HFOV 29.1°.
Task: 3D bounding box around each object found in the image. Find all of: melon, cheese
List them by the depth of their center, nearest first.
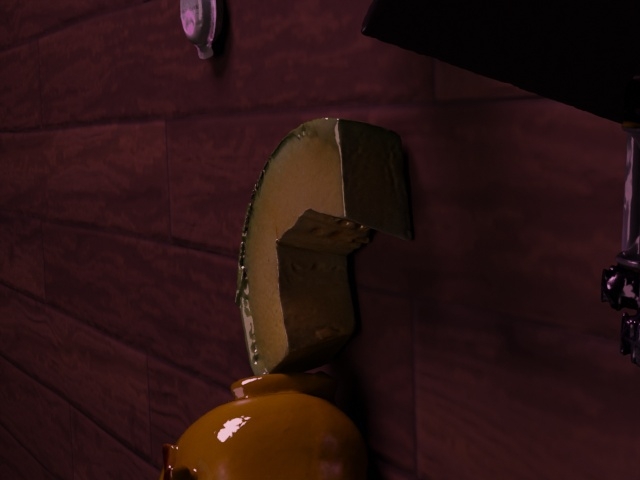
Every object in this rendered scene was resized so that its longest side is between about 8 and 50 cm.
[{"bbox_3d":[0.000,0.000,0.847,0.209,0.064,0.118,-57,44,48],"label":"melon"},{"bbox_3d":[-0.103,-0.216,1.058,0.067,0.026,0.121,5,98,63],"label":"cheese"}]

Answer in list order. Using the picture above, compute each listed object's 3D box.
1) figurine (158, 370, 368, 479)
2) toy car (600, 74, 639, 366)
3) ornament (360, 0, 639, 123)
[{"bbox_3d":[-0.021,0.246,0.805,0.218,0.169,0.327,110,146,-48],"label":"figurine"},{"bbox_3d":[0.160,-0.010,0.459,0.191,0.100,0.097,-54,-34,-78],"label":"toy car"},{"bbox_3d":[0.121,-0.190,0.557,0.166,0.153,0.196,119,162,-48],"label":"ornament"}]
